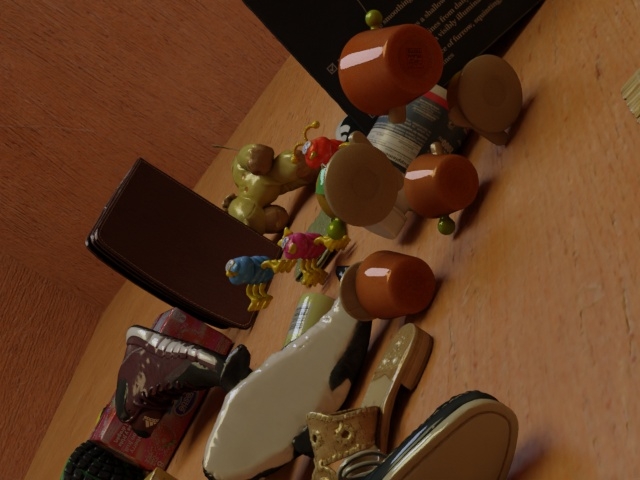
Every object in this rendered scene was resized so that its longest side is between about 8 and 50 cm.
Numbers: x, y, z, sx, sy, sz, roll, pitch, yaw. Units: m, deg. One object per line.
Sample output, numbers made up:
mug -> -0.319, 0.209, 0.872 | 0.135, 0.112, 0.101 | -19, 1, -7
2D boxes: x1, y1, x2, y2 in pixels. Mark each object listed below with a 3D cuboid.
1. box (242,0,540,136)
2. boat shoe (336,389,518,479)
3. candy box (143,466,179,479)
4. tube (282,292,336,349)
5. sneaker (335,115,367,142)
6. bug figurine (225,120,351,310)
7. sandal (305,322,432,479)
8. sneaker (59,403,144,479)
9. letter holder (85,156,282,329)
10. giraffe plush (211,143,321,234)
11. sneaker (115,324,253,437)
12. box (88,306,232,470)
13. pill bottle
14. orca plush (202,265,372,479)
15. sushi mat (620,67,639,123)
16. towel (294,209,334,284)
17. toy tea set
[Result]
box -> 0.045, -0.382, 1.352 | 0.293, 0.395, 0.212 | -41, 18, 10
boat shoe -> 0.055, 0.206, 0.761 | 0.255, 0.095, 0.079 | -62, 22, 18
candy box -> -0.100, 0.290, 0.903 | 0.109, 0.186, 0.053 | -48, 14, 38
tube -> -0.034, 0.179, 1.221 | 0.062, 0.070, 0.240 | 3, 57, 30
sneaker -> 0.086, -0.154, 1.529 | 0.121, 0.079, 0.217 | -39, 22, 27
bug figurine -> -0.014, -0.034, 1.368 | 0.279, 0.072, 0.216 | -56, -25, 17
sandal -> 0.024, 0.173, 0.963 | 0.088, 0.079, 0.240 | -32, 29, 61
sneaker -> -0.385, 0.426, 1.798 | 0.146, 0.134, 0.343 | -61, 3, 14
letter holder -> -0.251, 0.044, 1.756 | 0.152, 0.301, 0.214 | -44, 19, 44
giraffe plush -> -0.112, -0.081, 1.883 | 0.181, 0.210, 0.171 | 20, -103, -73
sneaker -> -0.222, 0.236, 1.566 | 0.281, 0.106, 0.163 | 10, 77, 48
box -> -0.273, 0.256, 1.737 | 0.257, 0.122, 0.128 | -63, 14, -20
pill bottle -> 0.101, -0.097, 1.244 | 0.180, 0.108, 0.108 | -59, 13, -8
orca plush -> -0.025, 0.159, 1.137 | 0.102, 0.151, 0.287 | 78, -147, -63
sushi mat -> 0.356, -0.212, 0.786 | 0.316, 0.019, 0.151 | -52, 15, 23
towel -> 0.000, 0.000, 1.558 | 0.110, 0.027, 0.148 | -53, 15, 22
toy tea set -> 0.077, -0.080, 1.110 | 0.124, 0.200, 0.336 | -5, 58, 63
